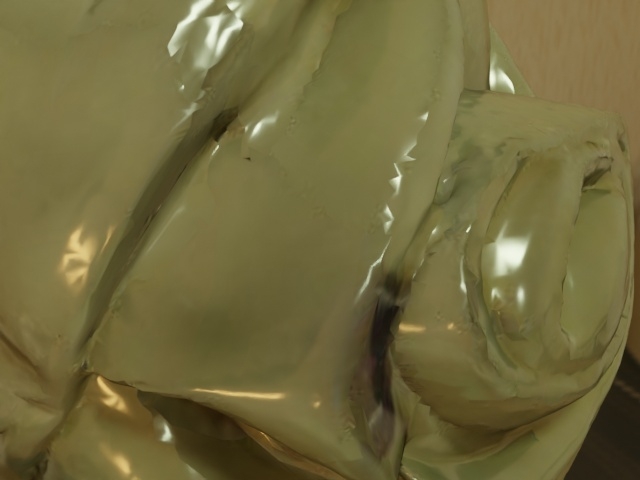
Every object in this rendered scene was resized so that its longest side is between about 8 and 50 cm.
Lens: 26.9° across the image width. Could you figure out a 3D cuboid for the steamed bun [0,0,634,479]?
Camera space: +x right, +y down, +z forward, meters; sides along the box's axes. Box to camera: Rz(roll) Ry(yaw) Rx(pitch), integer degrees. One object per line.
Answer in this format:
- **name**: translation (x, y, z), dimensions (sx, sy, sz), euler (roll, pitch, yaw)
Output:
- **steamed bun**: translation (0.000, 0.000, 0.571), dimensions (0.255, 0.368, 0.342), euler (13, 31, 42)
